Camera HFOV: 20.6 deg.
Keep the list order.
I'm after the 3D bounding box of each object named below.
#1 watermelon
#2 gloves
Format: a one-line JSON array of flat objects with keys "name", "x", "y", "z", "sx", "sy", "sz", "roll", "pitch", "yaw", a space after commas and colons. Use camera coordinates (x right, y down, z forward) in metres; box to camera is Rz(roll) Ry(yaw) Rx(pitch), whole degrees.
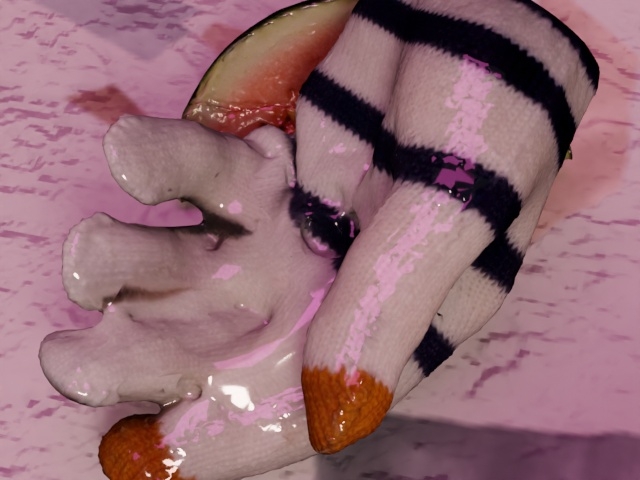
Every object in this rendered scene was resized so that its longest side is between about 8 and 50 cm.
[{"name": "watermelon", "x": 0.016, "y": -0.071, "z": 0.723, "sx": 0.163, "sy": 0.069, "sz": 0.087, "roll": -7, "pitch": 47, "yaw": 0}, {"name": "gloves", "x": 0.002, "y": 0.002, "z": 0.637, "sx": 0.140, "sy": 0.131, "sz": 0.219, "roll": 34, "pitch": 87, "yaw": 23}]
